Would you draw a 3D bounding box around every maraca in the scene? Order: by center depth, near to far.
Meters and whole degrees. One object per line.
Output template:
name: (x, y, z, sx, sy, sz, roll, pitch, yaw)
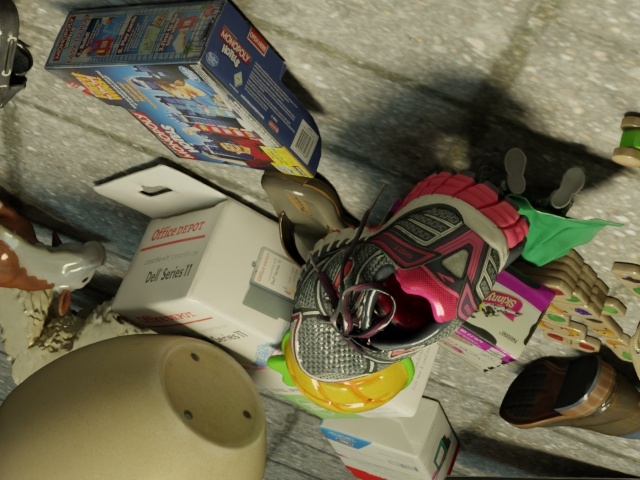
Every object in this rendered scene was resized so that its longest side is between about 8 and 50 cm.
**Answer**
maraca: (0.019, 0.118, 1.857, 0.127, 0.099, 0.186, 29, 152, -10)

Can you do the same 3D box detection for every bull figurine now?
bull figurine: (-0.399, -0.016, 2.199, 0.310, 0.101, 0.188, 16, 158, 10)

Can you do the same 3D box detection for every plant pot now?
plant pot: (-0.164, 0.203, 1.970, 0.284, 0.284, 0.191, 29, 128, -23)

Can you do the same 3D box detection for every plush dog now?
plush dog: (-0.280, 0.148, 2.448, 0.262, 0.210, 0.225, 14, -172, 26)

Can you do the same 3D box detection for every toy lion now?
toy lion: (0.268, -0.059, 1.416, 0.096, 0.034, 0.100, 25, 163, -35)

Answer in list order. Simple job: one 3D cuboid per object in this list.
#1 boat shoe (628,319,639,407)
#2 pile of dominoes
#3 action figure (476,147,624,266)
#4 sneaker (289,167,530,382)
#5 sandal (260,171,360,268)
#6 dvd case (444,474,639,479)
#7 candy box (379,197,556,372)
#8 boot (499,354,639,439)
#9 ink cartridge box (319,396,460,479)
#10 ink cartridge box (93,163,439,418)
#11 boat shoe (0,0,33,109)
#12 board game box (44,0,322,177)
boat shoe: (0.319, 0.097, 1.669, 0.116, 0.123, 0.324, 27, 157, 19)
pile of dominoes: (0.247, 0.076, 1.816, 0.196, 0.040, 0.251, 7, 157, 37)
action figure: (0.161, -0.020, 1.596, 0.137, 0.063, 0.232, 20, 168, 0)
sneaker: (0.043, 0.046, 1.534, 0.121, 0.112, 0.299, 38, 147, -4)
sandal: (0.000, 0.000, 1.843, 0.090, 0.060, 0.219, 13, 160, 26)
dvd case: (0.273, 0.324, 2.420, 0.239, 0.029, 0.179, 0, 160, 4)
candy box: (0.109, 0.044, 1.727, 0.159, 0.071, 0.233, 31, 174, 2)
boot: (0.268, 0.177, 2.009, 0.106, 0.082, 0.219, 29, 164, -15)
ink cartridge box: (0.093, 0.254, 2.453, 0.134, 0.078, 0.231, 16, 162, 18)
ink cartridge box: (-0.073, 0.061, 2.007, 0.353, 0.119, 0.207, 29, 162, -22)
boat shoe: (-0.290, -0.155, 1.717, 0.076, 0.080, 0.228, -13, 160, -11)
board game box: (-0.117, -0.131, 1.597, 0.194, 0.060, 0.194, 11, 160, 33)
